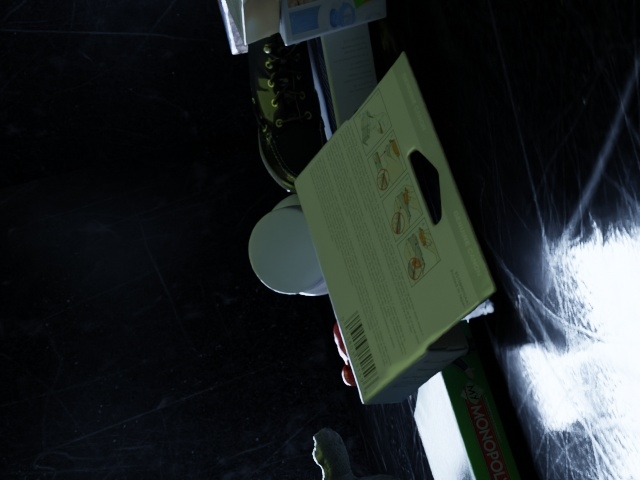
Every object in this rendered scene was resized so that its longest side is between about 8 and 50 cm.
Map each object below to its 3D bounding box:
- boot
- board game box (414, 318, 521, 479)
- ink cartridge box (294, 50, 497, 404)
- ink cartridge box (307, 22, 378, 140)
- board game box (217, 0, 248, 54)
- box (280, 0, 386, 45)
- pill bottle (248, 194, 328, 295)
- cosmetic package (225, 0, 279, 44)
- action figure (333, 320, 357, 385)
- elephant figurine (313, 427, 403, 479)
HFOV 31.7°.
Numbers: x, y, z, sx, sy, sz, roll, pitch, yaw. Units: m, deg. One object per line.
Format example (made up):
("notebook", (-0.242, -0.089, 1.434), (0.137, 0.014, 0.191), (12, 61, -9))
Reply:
("boot", (-0.044, -0.189, 1.357), (0.178, 0.085, 0.236), (86, 170, -53))
("board game box", (0.160, 0.242, 1.240), (0.317, 0.046, 0.213), (86, 168, -66))
("ink cartridge box", (0.082, -0.010, 1.126), (0.239, 0.060, 0.275), (-47, 52, 45))
("ink cartridge box", (0.021, -0.230, 1.358), (0.165, 0.065, 0.332), (-111, 9, -57))
("board game box", (-0.110, -0.475, 1.702), (0.232, 0.141, 0.291), (83, 172, -60))
("box", (-0.006, -0.305, 1.092), (0.203, 0.114, 0.103), (80, 171, -58))
("pill bottle", (0.000, 0.000, 1.412), (0.229, 0.131, 0.131), (-18, -86, -69))
("cosmetic package", (-0.067, -0.243, 1.080), (0.115, 0.041, 0.060), (99, 149, -75))
("action figure", (0.092, 0.047, 1.307), (0.091, 0.139, 0.280), (-109, 29, -67))
("elephant figurine", (0.089, 0.350, 1.306), (0.169, 0.186, 0.239), (-17, 57, 52))
